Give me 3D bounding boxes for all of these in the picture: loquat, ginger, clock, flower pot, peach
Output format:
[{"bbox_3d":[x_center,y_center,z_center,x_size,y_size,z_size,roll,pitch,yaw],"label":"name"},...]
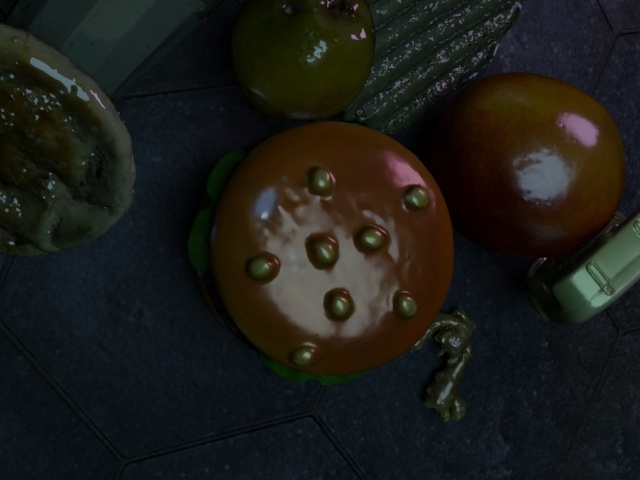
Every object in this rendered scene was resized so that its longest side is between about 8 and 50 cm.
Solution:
[{"bbox_3d":[-0.033,-0.259,1.471,0.213,0.246,0.213,19,49,-23],"label":"loquat"},{"bbox_3d":[0.228,0.216,1.845,0.193,0.052,0.176,40,88,-24],"label":"ginger"},{"bbox_3d":[0.454,0.043,1.784,0.235,0.308,0.096,-41,92,-12],"label":"clock"},{"bbox_3d":[-0.278,-0.337,1.414,0.290,0.290,0.259,37,97,-26],"label":"flower pot"},{"bbox_3d":[0.323,-0.124,1.690,0.332,0.308,0.308,3,99,-20],"label":"peach"}]

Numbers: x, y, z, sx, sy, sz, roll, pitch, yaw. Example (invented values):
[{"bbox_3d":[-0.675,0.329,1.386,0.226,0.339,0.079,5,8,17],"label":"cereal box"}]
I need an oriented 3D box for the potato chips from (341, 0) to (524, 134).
[{"bbox_3d":[0.181,-0.364,1.637,0.429,0.070,0.358,-34,139,-15],"label":"potato chips"}]

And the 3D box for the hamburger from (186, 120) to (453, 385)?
[{"bbox_3d":[0.000,0.000,1.540,0.395,0.277,0.396,0,89,-17],"label":"hamburger"}]

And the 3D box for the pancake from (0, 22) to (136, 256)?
[{"bbox_3d":[-0.433,-0.118,1.379,0.387,0.082,0.387,3,129,4],"label":"pancake"}]
